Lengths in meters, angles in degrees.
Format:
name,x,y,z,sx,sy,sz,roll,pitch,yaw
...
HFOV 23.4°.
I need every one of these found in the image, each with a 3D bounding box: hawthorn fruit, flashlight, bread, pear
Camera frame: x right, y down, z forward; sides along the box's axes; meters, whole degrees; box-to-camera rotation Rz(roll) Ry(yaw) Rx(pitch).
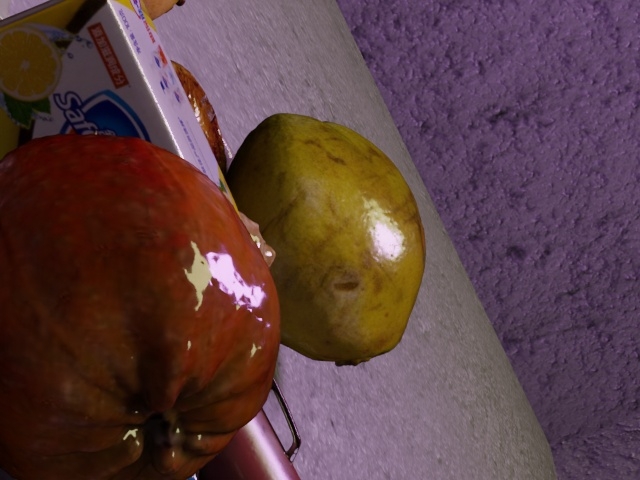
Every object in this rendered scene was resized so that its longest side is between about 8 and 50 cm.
name,x,y,z,sx,sy,sz,roll,pitch,yaw
hawthorn fruit,-0.160,0.054,1.122,0.262,0.258,0.258,34,-2,22
flashlight,-0.134,-0.123,2.024,0.110,0.052,0.031,61,-23,-8
bread,-0.170,-0.123,1.795,0.193,0.064,0.193,-17,90,-73
pear,0.000,0.000,1.880,0.269,0.269,0.321,37,34,-68

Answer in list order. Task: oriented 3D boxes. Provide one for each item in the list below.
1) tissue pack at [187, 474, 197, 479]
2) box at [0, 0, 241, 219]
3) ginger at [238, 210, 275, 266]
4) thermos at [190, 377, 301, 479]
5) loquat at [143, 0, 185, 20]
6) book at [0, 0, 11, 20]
name,x,y,z,sx,sy,sz,roll,pitch,yaw
tissue pack,-0.148,0.219,1.393,0.085,0.028,0.138,67,16,5
box,-0.196,-0.087,1.363,0.097,0.168,0.265,-67,137,-69
ginger,-0.132,-0.006,1.650,0.193,0.122,0.115,21,70,-63
thermos,-0.079,0.203,1.504,0.232,0.124,0.099,63,7,8
loquat,-0.215,-0.315,1.727,0.163,0.137,0.163,52,7,-9
book,-0.343,-0.343,1.464,0.289,0.026,0.201,-94,158,-53
